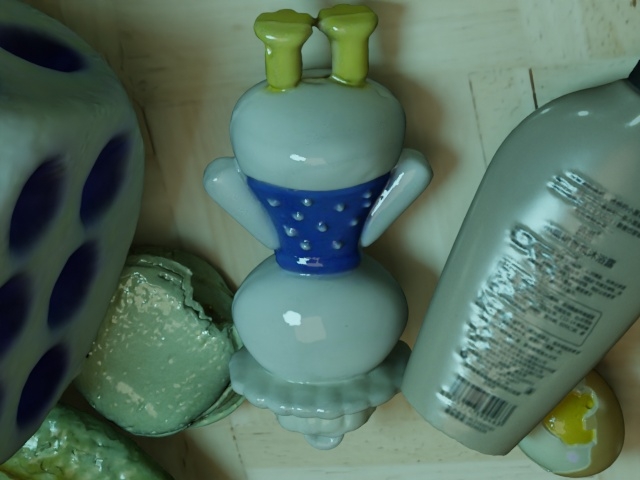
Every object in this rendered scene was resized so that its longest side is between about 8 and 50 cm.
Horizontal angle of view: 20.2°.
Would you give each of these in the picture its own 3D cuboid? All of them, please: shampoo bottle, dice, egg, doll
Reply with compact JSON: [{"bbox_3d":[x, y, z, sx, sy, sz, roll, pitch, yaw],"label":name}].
[{"bbox_3d":[0.143,0.003,1.053,0.127,0.078,0.257,32,109,1],"label":"shampoo bottle"},{"bbox_3d":[-0.264,-0.019,1.052,0.251,0.243,0.259,27,113,15],"label":"dice"},{"bbox_3d":[0.158,0.115,1.138,0.071,0.071,0.083,-29,112,28],"label":"egg"},{"bbox_3d":[0.000,0.000,1.096,0.138,0.119,0.293,-5,116,-6],"label":"doll"}]

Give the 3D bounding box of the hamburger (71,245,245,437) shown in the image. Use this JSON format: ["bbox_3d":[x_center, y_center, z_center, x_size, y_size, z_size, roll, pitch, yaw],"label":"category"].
[{"bbox_3d":[-0.110,0.069,1.193,0.133,0.062,0.140,-20,110,24],"label":"hamburger"}]

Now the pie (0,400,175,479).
[{"bbox_3d":[-0.209,0.208,1.283,0.302,0.067,0.302,15,134,16],"label":"pie"}]
